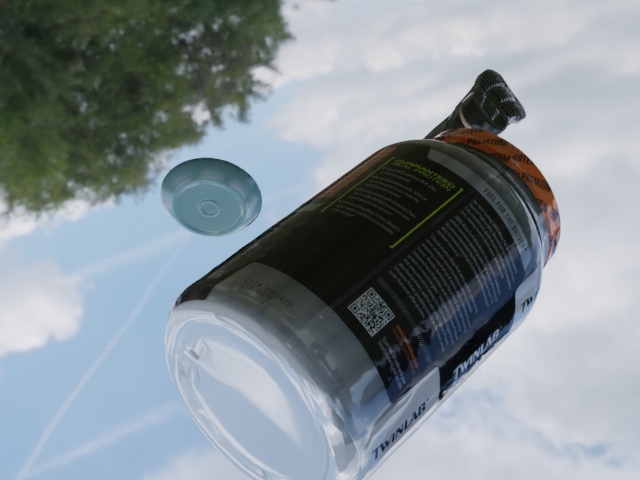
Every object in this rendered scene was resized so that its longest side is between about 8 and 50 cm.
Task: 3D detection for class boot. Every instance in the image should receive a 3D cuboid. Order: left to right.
[{"bbox_3d":[0.166,-0.133,1.290,0.137,0.077,0.198,-39,176,28],"label":"boot"}]

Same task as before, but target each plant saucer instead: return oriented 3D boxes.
[{"bbox_3d":[-0.128,-0.043,1.239,0.119,0.119,0.021,-12,-140,14],"label":"plant saucer"}]

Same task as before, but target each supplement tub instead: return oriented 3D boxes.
[{"bbox_3d":[0.047,0.044,0.851,0.194,0.193,0.316,2,-149,47],"label":"supplement tub"}]
